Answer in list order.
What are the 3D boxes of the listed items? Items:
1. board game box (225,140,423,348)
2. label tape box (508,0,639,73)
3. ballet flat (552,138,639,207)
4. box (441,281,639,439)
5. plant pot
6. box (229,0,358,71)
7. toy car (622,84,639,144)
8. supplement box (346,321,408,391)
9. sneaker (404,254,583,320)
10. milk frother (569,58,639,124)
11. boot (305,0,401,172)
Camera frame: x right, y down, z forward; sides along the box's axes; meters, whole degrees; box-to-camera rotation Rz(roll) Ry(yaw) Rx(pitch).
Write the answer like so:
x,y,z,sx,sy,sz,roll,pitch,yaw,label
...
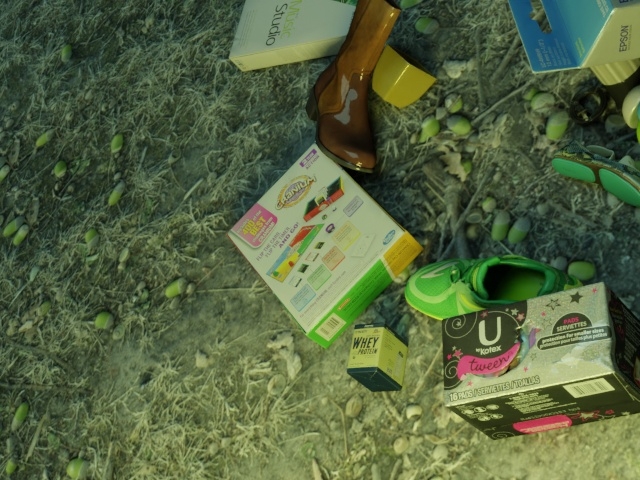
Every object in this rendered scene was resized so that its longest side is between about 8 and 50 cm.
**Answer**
x,y,z,sx,sy,sz,roll,pitch,yaw,label
0.000,0.000,2.084,0.242,0.064,0.316,-45,46,5,board game box
0.458,-0.393,1.770,0.347,0.115,0.249,-9,51,0,label tape box
0.441,-0.110,1.827,0.188,0.070,0.070,32,84,41,ballet flat
0.313,0.170,1.672,0.247,0.163,0.142,-17,56,28,box
0.141,-0.288,2.151,0.083,0.081,0.081,-55,44,15,plant pot
-0.021,-0.469,2.398,0.322,0.058,0.232,-4,61,34,box
0.534,-0.206,1.747,0.182,0.136,0.159,-45,60,5,toy car
0.091,0.185,1.886,0.056,0.083,0.083,-7,58,32,supplement box
0.252,0.061,1.815,0.295,0.123,0.109,0,64,38,sneaker
0.433,-0.263,1.871,0.143,0.135,0.129,-42,25,5,milk frother
0.085,-0.288,2.110,0.280,0.096,0.264,-62,26,29,boot
